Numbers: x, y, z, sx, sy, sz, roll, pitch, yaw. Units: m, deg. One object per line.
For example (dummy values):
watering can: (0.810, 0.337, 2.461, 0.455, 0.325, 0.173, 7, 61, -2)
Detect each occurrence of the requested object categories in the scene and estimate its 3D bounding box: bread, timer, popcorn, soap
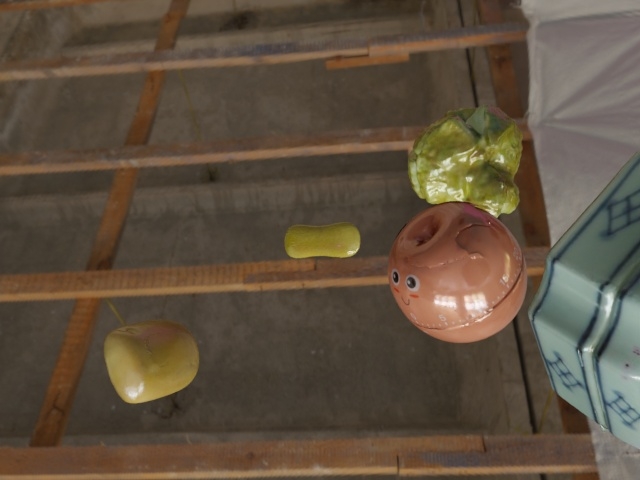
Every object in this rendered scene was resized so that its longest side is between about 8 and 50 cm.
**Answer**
bread: (-0.301, 0.216, 1.228, 0.098, 0.217, 0.147, -21, -95, 21)
timer: (0.231, 0.054, 1.130, 0.230, 0.215, 0.229, -29, -156, 15)
popcorn: (0.330, -0.164, 1.446, 0.277, 0.225, 0.276, 0, -84, 3)
soap: (0.000, 0.000, 0.629, 0.089, 0.012, 0.034, -3, -91, 37)

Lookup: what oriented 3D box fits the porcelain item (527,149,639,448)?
porcelain item: (0.378, 0.065, 0.724, 0.286, 0.281, 0.157, -44, -134, -13)
